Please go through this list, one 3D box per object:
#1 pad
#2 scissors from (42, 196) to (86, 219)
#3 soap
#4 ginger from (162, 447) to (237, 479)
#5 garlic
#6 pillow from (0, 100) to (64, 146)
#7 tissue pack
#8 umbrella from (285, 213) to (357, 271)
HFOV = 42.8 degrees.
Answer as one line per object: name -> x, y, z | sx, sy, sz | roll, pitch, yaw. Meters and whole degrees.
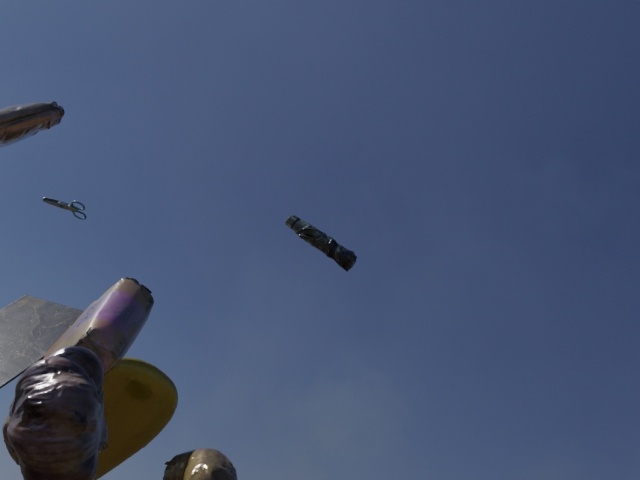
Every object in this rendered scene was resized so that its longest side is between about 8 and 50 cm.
pad -> -0.715, 0.227, 1.888 | 0.247, 0.367, 0.007 | 12, -65, 21
scissors -> -0.637, -0.086, 2.028 | 0.119, 0.014, 0.058 | 16, -45, 10
soap -> -0.567, 0.465, 2.083 | 0.427, 0.115, 0.306 | -41, -58, 9
ginger -> -0.261, 0.555, 1.867 | 0.267, 0.152, 0.138 | 5, -59, 63
garlic -> -0.421, 0.286, 1.284 | 0.160, 0.245, 0.245 | 4, -26, -5
pillow -> -0.565, -0.206, 1.476 | 0.270, 0.173, 0.067 | 3, -67, 59
tissue pack -> -0.470, 0.215, 1.709 | 0.215, 0.257, 0.123 | -41, -75, 20
umbrella -> 0.000, 0.000, 1.840 | 0.188, 0.046, 0.050 | 37, 7, 18
